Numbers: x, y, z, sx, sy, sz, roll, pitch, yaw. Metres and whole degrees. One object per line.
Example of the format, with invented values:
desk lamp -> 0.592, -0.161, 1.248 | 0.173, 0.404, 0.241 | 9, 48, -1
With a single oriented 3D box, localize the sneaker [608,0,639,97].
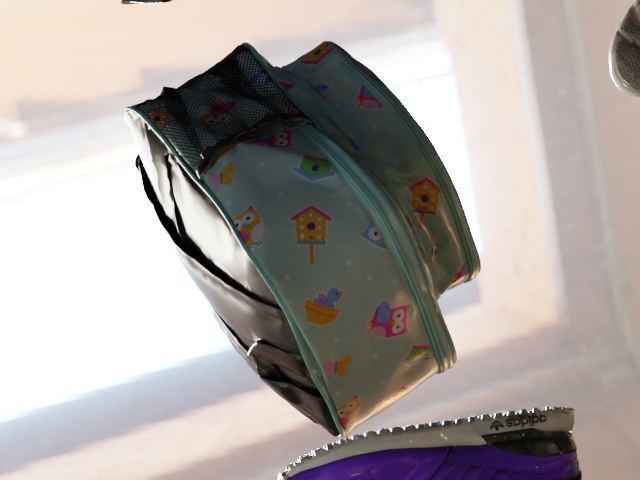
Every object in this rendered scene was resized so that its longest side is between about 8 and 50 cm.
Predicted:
sneaker -> 0.342, -0.210, 1.632 | 0.281, 0.105, 0.115 | -41, -178, -14

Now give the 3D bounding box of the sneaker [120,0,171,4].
sneaker -> -0.109, -0.195, 1.315 | 0.078, 0.106, 0.234 | -36, 157, 20

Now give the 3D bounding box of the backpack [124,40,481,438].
backpack -> 0.000, 0.000, 1.016 | 0.144, 0.166, 0.188 | -25, -140, -5

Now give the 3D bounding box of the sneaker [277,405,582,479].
sneaker -> 0.109, 0.245, 1.840 | 0.293, 0.146, 0.102 | -8, 171, -7
